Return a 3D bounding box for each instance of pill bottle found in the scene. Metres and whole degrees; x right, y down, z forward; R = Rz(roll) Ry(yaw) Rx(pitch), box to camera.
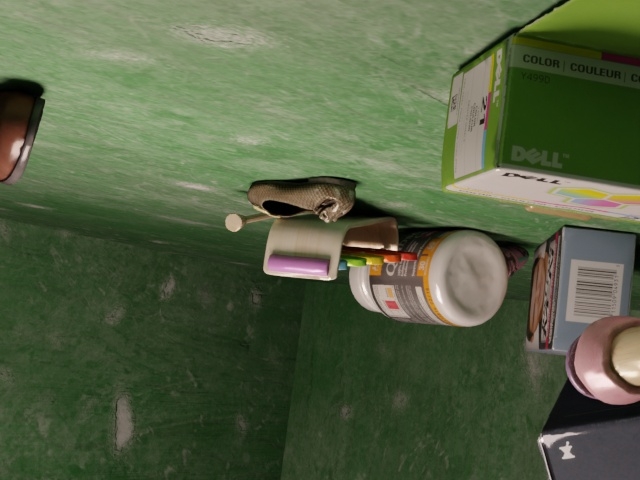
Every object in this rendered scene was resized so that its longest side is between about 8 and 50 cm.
[{"bbox_3d":[0.179,0.064,1.899,0.162,0.162,0.278,11,173,-32],"label":"pill bottle"}]

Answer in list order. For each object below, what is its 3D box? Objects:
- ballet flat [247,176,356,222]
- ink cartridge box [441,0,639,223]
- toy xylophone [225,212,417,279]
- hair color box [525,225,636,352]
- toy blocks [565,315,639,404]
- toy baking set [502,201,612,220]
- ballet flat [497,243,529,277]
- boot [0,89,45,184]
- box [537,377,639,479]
[{"bbox_3d":[-0.032,-0.051,1.536,0.084,0.058,0.250,12,173,-33],"label":"ballet flat"},{"bbox_3d":[0.206,-0.078,0.721,0.188,0.097,0.255,8,175,-10],"label":"ink cartridge box"},{"bbox_3d":[0.000,0.000,1.713,0.236,0.081,0.322,6,-174,29],"label":"toy xylophone"},{"bbox_3d":[0.411,0.093,1.770,0.113,0.185,0.374,6,175,6],"label":"hair color box"},{"bbox_3d":[0.373,0.106,0.840,0.309,0.288,0.260,45,167,2],"label":"toy blocks"},{"bbox_3d":[0.292,-0.055,1.236,0.256,0.030,0.197,8,172,-12],"label":"toy baking set"},{"bbox_3d":[0.296,0.036,2.001,0.079,0.077,0.221,-12,-174,-32],"label":"ballet flat"},{"bbox_3d":[-0.444,-0.147,1.120,0.280,0.096,0.264,20,176,-34],"label":"boot"},{"bbox_3d":[0.665,0.315,1.800,0.480,0.297,0.472,-14,-173,26],"label":"box"}]
